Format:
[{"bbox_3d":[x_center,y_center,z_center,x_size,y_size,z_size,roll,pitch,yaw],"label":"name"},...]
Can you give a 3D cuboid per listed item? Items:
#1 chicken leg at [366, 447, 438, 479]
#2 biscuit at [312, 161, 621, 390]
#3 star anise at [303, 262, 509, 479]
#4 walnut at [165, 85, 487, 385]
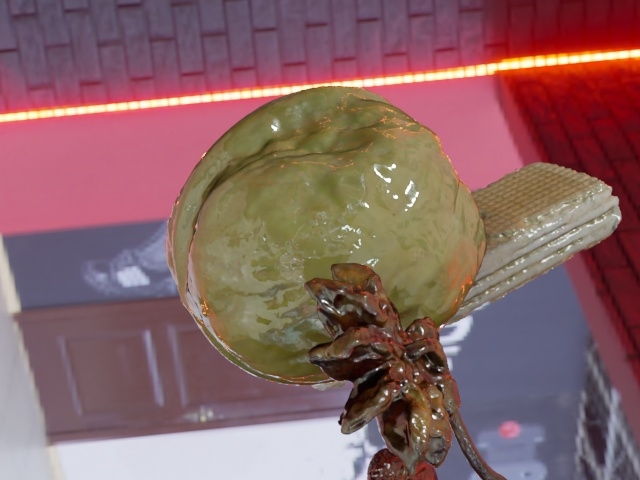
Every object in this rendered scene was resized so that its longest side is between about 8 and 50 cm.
[{"bbox_3d":[0.094,0.322,1.520,0.253,0.051,0.106,17,71,-57],"label":"chicken leg"},{"bbox_3d":[0.139,0.029,1.302,0.144,0.426,0.079,27,-41,55],"label":"biscuit"},{"bbox_3d":[0.067,0.101,0.893,0.234,0.073,0.177,32,33,-56],"label":"star anise"},{"bbox_3d":[-0.001,-0.001,1.073,0.282,0.276,0.253,-123,-167,-48],"label":"walnut"}]
